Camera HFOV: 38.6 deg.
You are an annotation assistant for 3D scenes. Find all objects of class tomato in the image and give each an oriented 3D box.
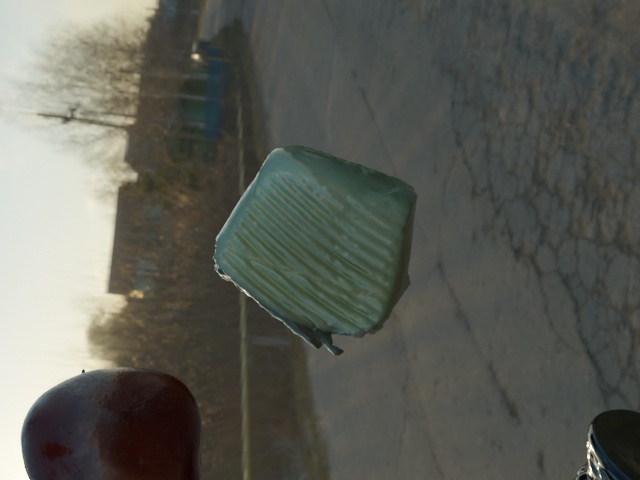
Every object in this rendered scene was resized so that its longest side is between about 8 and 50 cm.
[{"bbox_3d":[-0.188,0.204,0.854,0.082,0.174,0.167,170,102,-65],"label":"tomato"}]

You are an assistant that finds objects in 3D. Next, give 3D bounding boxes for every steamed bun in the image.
[{"bbox_3d":[0.000,0.000,1.415,0.274,0.290,0.272,-64,5,2],"label":"steamed bun"}]

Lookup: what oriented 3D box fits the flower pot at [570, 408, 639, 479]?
[{"bbox_3d":[0.366,0.368,1.118,0.267,0.266,0.267,-99,25,-63],"label":"flower pot"}]
